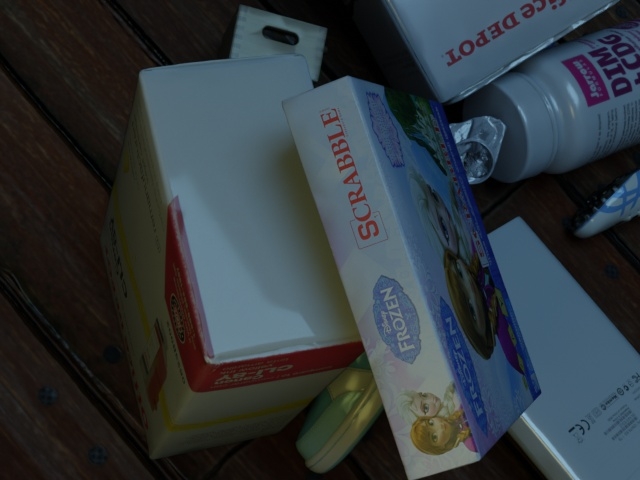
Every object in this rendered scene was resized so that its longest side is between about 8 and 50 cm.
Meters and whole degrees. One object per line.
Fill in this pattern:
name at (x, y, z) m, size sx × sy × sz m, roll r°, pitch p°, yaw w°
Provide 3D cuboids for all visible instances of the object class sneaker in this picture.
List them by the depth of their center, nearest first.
sneaker at (0.012, 0.079, 1.295) m, size 0.208 × 0.127 × 0.319 m, roll 31°, pitch 94°, yaw 2°
sneaker at (0.428, -0.059, 1.565) m, size 0.237 × 0.085 × 0.086 m, roll -30°, pitch 87°, yaw -24°

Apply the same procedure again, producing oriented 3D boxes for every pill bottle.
pill bottle at (0.335, -0.179, 1.538) m, size 0.283 × 0.160 × 0.160 m, roll -22°, pitch 76°, yaw -25°

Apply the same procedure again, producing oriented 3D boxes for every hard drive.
hard drive at (0.278, 0.150, 1.394) m, size 0.233 × 0.047 × 0.353 m, roll -27°, pitch 73°, yaw -42°

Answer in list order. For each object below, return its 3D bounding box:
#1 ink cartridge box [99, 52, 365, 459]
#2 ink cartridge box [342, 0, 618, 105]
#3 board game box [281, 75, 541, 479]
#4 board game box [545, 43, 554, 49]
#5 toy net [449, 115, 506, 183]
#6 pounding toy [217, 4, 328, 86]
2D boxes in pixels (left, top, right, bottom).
ink cartridge box at (-0.101, 0.035, 1.171) m, size 0.160 × 0.385 × 0.279 m, roll -10°, pitch 71°, yaw -19°
ink cartridge box at (0.147, -0.398, 1.469) m, size 0.285 × 0.166 × 0.395 m, roll -32°, pitch 100°, yaw -11°
board game box at (0.096, 0.022, 1.064) m, size 0.065 × 0.318 × 0.319 m, roll -20°, pitch 87°, yaw 19°
board game box at (0.238, -0.338, 1.638) m, size 0.210 × 0.047 × 0.160 m, roll 34°, pitch 62°, yaw -3°
toy net at (0.145, -0.057, 1.433) m, size 0.232 × 0.045 × 0.122 m, roll -43°, pitch 79°, yaw 2°
pounding toy at (-0.049, -0.230, 1.458) m, size 0.141 × 0.130 × 0.100 m, roll 13°, pitch 76°, yaw -13°
